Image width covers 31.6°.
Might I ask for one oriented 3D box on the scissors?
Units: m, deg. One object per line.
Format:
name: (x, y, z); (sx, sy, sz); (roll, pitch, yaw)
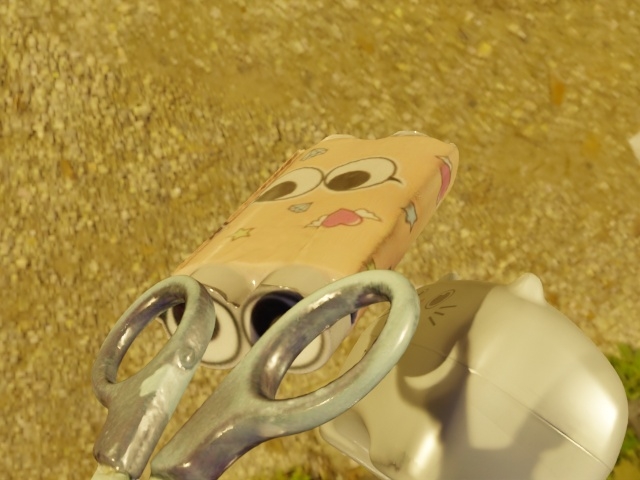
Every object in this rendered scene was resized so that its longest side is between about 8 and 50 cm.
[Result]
scissors: (-0.121, 0.159, 0.572); (0.029, 0.256, 0.383); (50, 60, -28)

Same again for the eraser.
eraser: (0.000, 0.000, 0.969); (0.171, 0.290, 0.087); (-2, 118, 28)

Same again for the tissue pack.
tissue pack: (0.155, 0.163, 1.152); (0.229, 0.333, 0.236); (36, 81, -11)
